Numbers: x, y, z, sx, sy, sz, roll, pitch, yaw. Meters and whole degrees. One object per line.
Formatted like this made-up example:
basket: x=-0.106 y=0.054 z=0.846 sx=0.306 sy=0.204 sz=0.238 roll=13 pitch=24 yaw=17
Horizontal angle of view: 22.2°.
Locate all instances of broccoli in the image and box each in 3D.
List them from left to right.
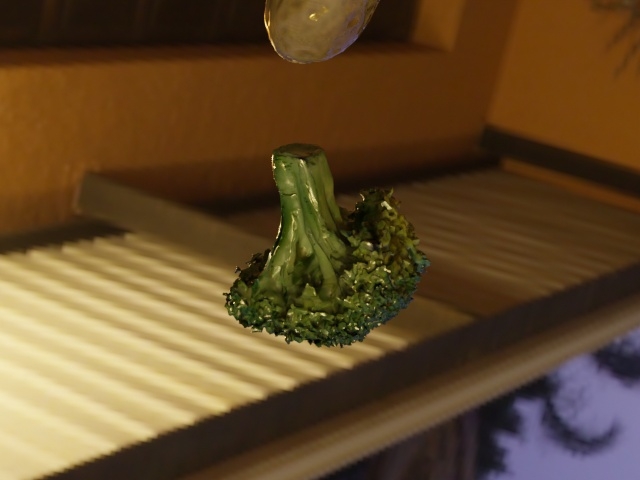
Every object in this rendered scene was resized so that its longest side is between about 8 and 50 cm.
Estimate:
broccoli: x=0.000 y=0.000 z=1.512 sx=0.194 sy=0.194 sz=0.220 roll=2 pitch=-170 yaw=-35

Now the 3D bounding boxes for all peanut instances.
peanut: x=0.012 y=-0.249 z=1.353 sx=0.110 sy=0.236 sz=0.120 roll=22 pitch=-147 yaw=-1
